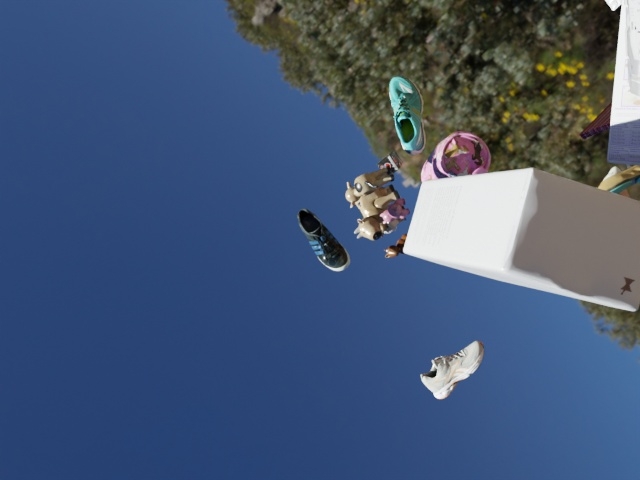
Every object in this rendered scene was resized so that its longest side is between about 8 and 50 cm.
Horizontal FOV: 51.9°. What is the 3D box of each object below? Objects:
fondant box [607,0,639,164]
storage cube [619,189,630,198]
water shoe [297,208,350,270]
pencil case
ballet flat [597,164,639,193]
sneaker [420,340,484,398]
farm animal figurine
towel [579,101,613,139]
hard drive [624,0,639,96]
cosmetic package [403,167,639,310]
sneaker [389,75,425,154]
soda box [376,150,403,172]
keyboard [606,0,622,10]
[{"bbox_3d":[0.708,-0.322,1.336,0.238,0.096,0.331,-7,-77,-32],"label":"fondant box"},{"bbox_3d":[0.843,-0.053,1.984,0.193,0.183,0.215,-11,-102,-56],"label":"storage cube"},{"bbox_3d":[0.000,0.000,1.777,0.203,0.073,0.080,49,179,23],"label":"water shoe"},{"bbox_3d":[0.437,-0.238,2.173,0.160,0.167,0.386,11,176,-1],"label":"pencil case"},{"bbox_3d":[0.814,-0.174,1.745,0.080,0.232,0.073,69,177,-67],"label":"ballet flat"},{"bbox_3d":[0.470,0.445,2.355,0.121,0.262,0.099,40,-170,-9],"label":"sneaker"},{"bbox_3d":[0.164,-0.098,2.000,0.327,0.172,0.330,-106,-10,-60],"label":"farm animal figurine"},{"bbox_3d":[1.016,-0.435,2.215,0.031,0.199,0.275,48,167,-6],"label":"towel"},{"bbox_3d":[0.514,-0.387,0.998,0.237,0.064,0.339,-55,-43,-68],"label":"hard drive"},{"bbox_3d":[0.333,-0.010,1.150,0.229,0.162,0.453,16,180,-12],"label":"cosmetic package"},{"bbox_3d":[0.285,-0.419,2.165,0.110,0.107,0.276,11,-116,-65],"label":"sneaker"},{"bbox_3d":[0.235,-0.257,2.207,0.060,0.053,0.169,55,-162,-4],"label":"soda box"},{"bbox_3d":[0.678,-0.584,1.327,0.014,0.256,0.072,1,-121,-36],"label":"keyboard"}]
